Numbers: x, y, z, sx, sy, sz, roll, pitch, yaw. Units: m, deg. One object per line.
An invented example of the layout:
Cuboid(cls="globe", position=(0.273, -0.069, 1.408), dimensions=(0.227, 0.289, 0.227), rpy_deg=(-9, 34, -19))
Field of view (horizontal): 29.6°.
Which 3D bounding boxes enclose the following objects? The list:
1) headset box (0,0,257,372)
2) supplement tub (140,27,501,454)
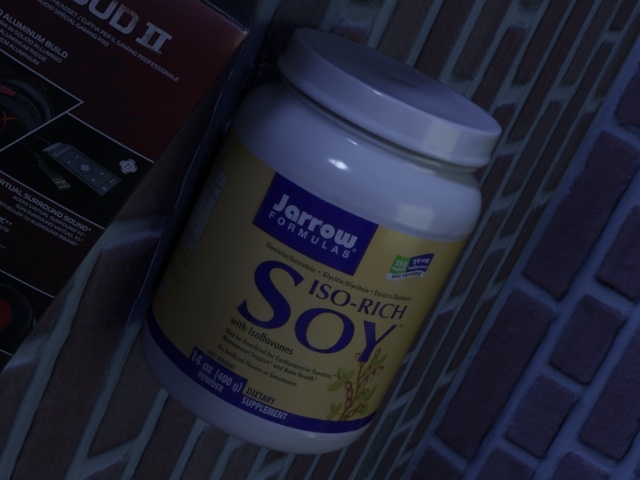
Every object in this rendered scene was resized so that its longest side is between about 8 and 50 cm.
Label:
Cuboid(cls="headset box", position=(-0.131, -0.091, 0.622), dimensions=(0.293, 0.110, 0.218), rpy_deg=(-50, -162, 26))
Cuboid(cls="supplement tub", position=(0.000, 0.000, 1.106), dimensions=(0.241, 0.241, 0.331), rpy_deg=(-13, 132, -62))
